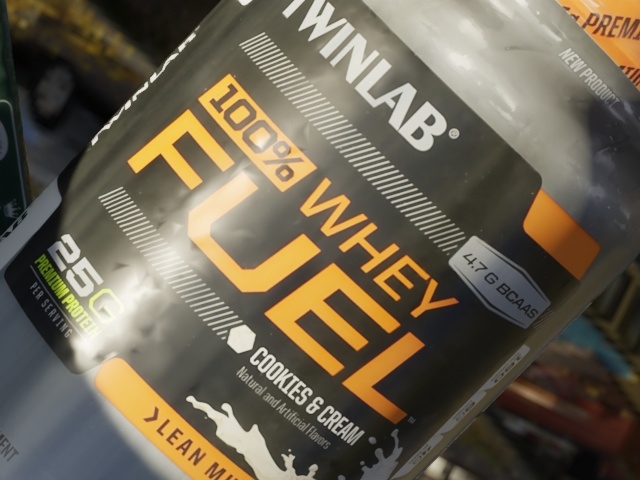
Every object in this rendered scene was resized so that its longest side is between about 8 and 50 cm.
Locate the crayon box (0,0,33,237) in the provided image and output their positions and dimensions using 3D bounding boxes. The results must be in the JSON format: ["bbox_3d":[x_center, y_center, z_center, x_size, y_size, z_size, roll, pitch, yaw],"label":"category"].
[{"bbox_3d":[-0.253,-0.055,1.107,0.083,0.203,0.323,-14,-161,-25],"label":"crayon box"}]

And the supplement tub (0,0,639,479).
[{"bbox_3d":[0.000,0.000,0.779,0.193,0.316,0.193,43,-174,-6],"label":"supplement tub"}]
